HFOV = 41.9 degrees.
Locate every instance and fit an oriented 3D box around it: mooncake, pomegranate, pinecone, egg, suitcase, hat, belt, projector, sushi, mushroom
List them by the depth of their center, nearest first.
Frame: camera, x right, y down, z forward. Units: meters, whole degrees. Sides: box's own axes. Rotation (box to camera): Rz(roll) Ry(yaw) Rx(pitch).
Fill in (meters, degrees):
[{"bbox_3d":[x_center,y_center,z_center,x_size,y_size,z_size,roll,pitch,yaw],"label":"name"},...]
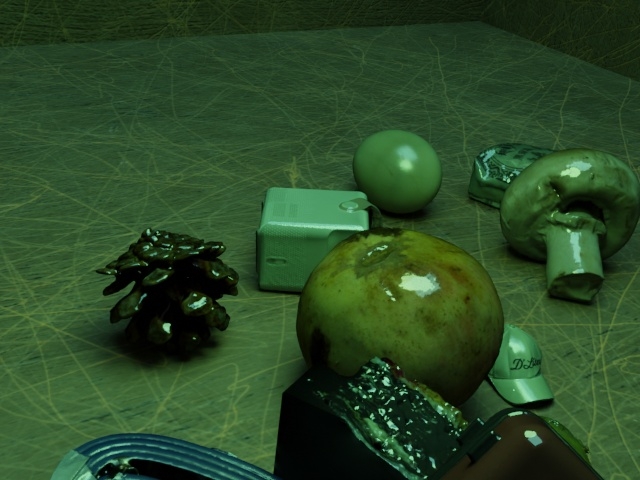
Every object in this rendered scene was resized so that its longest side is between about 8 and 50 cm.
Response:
[{"bbox_3d":[0.172,0.335,0.820,0.236,0.297,0.161,45,-2,5],"label":"suitcase"},{"bbox_3d":[-0.149,0.349,0.957,0.347,0.117,0.212,17,28,14],"label":"belt"},{"bbox_3d":[0.085,0.275,1.044,0.227,0.215,0.212,20,30,23],"label":"sushi"},{"bbox_3d":[0.115,0.126,1.264,0.322,0.322,0.322,6,28,-3],"label":"pomegranate"},{"bbox_3d":[-0.237,0.082,1.346,0.202,0.201,0.229,24,29,36],"label":"pinecone"},{"bbox_3d":[0.316,0.205,1.388,0.122,0.081,0.166,-5,40,-17],"label":"hat"},{"bbox_3d":[0.000,0.000,1.596,0.242,0.163,0.177,4,29,-2],"label":"projector"},{"bbox_3d":[0.518,-0.030,1.694,0.292,0.292,0.290,6,45,-3],"label":"mushroom"},{"bbox_3d":[0.172,-0.160,1.909,0.186,0.186,0.241,-11,31,-31],"label":"egg"},{"bbox_3d":[0.510,-0.158,2.044,0.250,0.136,0.254,17,29,26],"label":"mooncake"}]

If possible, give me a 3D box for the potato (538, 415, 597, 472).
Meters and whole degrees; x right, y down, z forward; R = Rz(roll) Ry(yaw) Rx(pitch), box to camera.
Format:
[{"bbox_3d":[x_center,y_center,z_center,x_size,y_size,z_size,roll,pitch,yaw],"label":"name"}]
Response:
[{"bbox_3d":[0.277,0.330,1.028,0.141,0.176,0.298,-18,20,16],"label":"potato"}]
